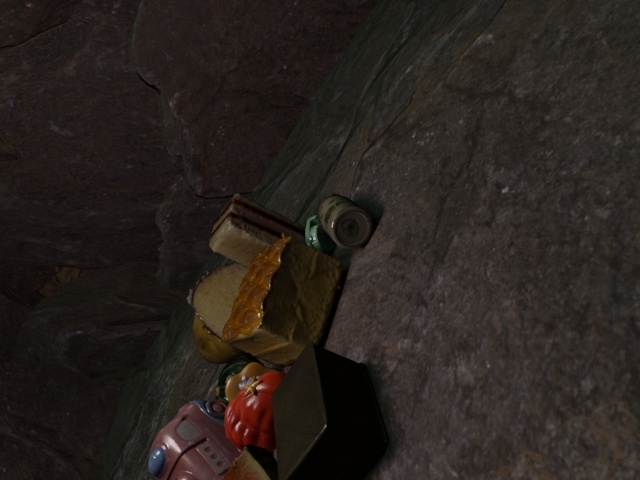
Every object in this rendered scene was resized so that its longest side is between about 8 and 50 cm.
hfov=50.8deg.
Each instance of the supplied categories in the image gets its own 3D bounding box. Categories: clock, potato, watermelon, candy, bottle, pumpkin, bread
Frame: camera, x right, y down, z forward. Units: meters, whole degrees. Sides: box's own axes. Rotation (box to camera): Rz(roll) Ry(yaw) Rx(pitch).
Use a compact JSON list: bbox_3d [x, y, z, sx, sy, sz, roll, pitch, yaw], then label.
[{"bbox_3d":[0.000,0.000,1.971,0.041,0.101,0.135,-21,48,34],"label":"clock"},{"bbox_3d":[-0.285,0.256,2.178,0.288,0.301,0.237,-30,-25,-21],"label":"potato"},{"bbox_3d":[-0.149,0.576,1.515,0.304,0.159,0.128,-61,-6,26],"label":"watermelon"},{"bbox_3d":[-0.173,0.003,2.079,0.179,0.320,0.135,-34,36,50],"label":"candy"},{"bbox_3d":[0.057,-0.061,1.868,0.120,0.120,0.253,-60,17,6],"label":"bottle"},{"bbox_3d":[-0.213,0.424,1.859,0.211,0.151,0.212,-179,90,-76],"label":"pumpkin"},{"bbox_3d":[-0.102,0.170,1.826,0.279,0.207,0.279,-32,34,55],"label":"bread"}]

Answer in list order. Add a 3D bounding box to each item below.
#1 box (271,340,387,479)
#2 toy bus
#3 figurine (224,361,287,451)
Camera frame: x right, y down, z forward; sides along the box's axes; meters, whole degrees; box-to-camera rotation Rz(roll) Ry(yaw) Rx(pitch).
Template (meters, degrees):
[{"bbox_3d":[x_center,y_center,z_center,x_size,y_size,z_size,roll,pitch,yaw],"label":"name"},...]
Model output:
[{"bbox_3d":[0.009,0.361,1.367,0.184,0.143,0.273,-56,21,19],"label":"box"},{"bbox_3d":[-0.300,0.551,1.671,0.231,0.294,0.197,-9,-48,-56],"label":"toy bus"},{"bbox_3d":[-0.141,0.403,1.615,0.208,0.181,0.257,-34,3,-9],"label":"figurine"}]
